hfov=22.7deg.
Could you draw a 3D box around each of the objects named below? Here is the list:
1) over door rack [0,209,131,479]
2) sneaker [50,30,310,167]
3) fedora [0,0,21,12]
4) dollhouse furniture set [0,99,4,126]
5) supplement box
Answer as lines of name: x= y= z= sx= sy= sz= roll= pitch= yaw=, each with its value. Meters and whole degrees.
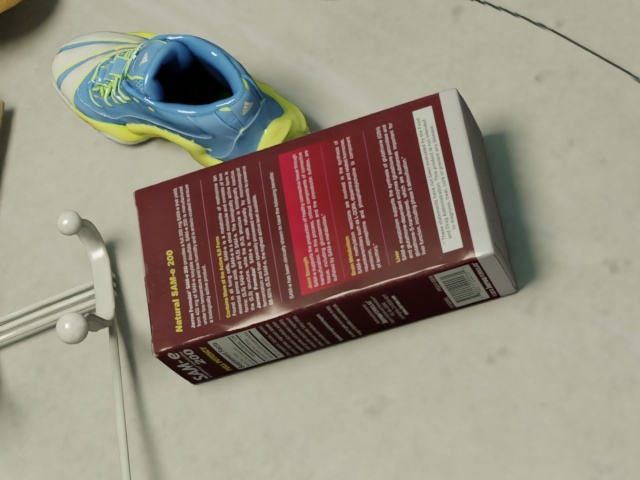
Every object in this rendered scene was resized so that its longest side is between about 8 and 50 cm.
over door rack: x=-0.237 y=0.153 z=1.078 sx=0.239 sy=0.108 sz=0.324 roll=-22 pitch=58 yaw=11
sneaker: x=-0.118 y=-0.122 z=1.158 sx=0.240 sy=0.126 sz=0.091 roll=20 pitch=73 yaw=29
fedora: x=-0.322 y=-0.203 z=1.292 sx=0.194 sy=0.079 sz=0.194 roll=4 pitch=45 yaw=-4
dollhouse furniture set: x=-0.394 y=-0.062 z=1.261 sx=0.242 sy=0.161 sz=0.212 roll=-18 pitch=56 yaw=39
supplement box: x=0.000 y=0.000 z=1.078 sx=0.239 sy=0.073 sz=0.130 roll=-16 pitch=62 yaw=13
